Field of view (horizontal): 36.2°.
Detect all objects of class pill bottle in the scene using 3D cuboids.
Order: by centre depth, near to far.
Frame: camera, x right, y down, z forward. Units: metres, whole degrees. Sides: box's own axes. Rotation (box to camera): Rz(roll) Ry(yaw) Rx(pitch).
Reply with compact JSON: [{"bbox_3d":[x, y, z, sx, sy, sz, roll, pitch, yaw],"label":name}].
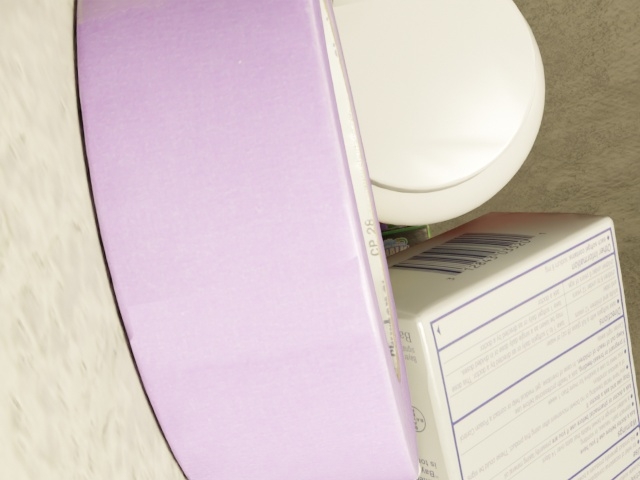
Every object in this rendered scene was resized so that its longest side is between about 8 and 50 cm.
[{"bbox_3d":[0.079,-0.127,0.914,0.408,0.229,0.229,-33,111,-87],"label":"pill bottle"}]

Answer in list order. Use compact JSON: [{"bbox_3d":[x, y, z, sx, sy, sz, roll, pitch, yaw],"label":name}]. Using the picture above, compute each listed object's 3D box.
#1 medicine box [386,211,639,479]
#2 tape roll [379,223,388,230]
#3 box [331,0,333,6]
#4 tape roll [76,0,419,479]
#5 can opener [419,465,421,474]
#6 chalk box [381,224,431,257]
[{"bbox_3d":[0.149,0.148,0.879,0.149,0.263,0.289,4,-69,49],"label":"medicine box"},{"bbox_3d":[0.028,-0.098,1.220,0.189,0.080,0.189,-10,90,-84],"label":"tape roll"},{"bbox_3d":[-0.060,-0.332,0.697,0.395,0.097,0.318,-86,167,-72],"label":"box"},{"bbox_3d":[-0.022,-0.018,0.464,0.275,0.090,0.274,-11,90,-84],"label":"tape roll"},{"bbox_3d":[0.014,0.099,0.677,0.095,0.076,0.283,-95,171,-55],"label":"can opener"},{"bbox_3d":[0.093,0.045,1.326,0.132,0.132,0.213,16,64,-84],"label":"chalk box"}]
